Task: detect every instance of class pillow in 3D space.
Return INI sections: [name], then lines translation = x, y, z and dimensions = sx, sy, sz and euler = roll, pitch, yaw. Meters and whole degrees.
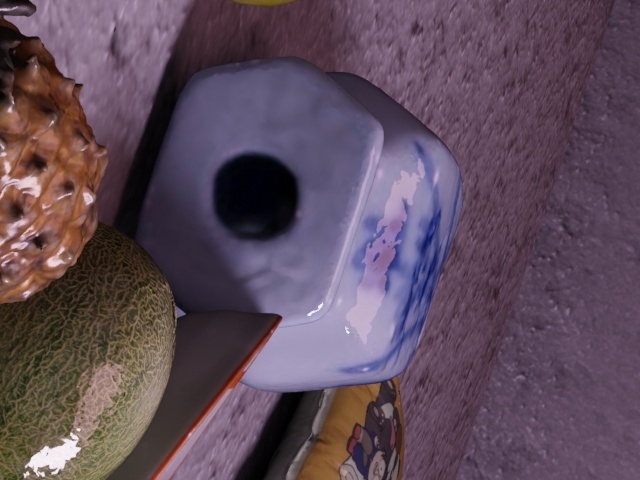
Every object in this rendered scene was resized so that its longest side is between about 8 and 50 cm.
[pillow]
translation = 0.009, 0.260, 1.803
dimensions = 0.312, 0.119, 0.310
euler = 89, 18, -45

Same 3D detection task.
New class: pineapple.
[pineapple]
translation = -0.166, -0.081, 0.772
dimensions = 0.248, 0.128, 0.128
euler = 83, 26, -49

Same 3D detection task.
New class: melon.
[melon]
translation = -0.147, 0.060, 0.950
dimensions = 0.139, 0.139, 0.192
euler = 90, 19, -48

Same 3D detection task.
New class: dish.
[dish]
translation = -0.132, 0.127, 1.098
dimensions = 0.260, 0.085, 0.260
euler = -53, 179, -2

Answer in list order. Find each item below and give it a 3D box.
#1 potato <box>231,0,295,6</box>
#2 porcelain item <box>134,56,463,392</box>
[potato]
translation = -0.013, -0.242, 1.110
dimensions = 0.228, 0.148, 0.197
euler = -56, -177, -34
[porcelain item]
translation = 0.000, 0.000, 1.365
dimensions = 0.405, 0.178, 0.243
euler = 34, 72, -74
